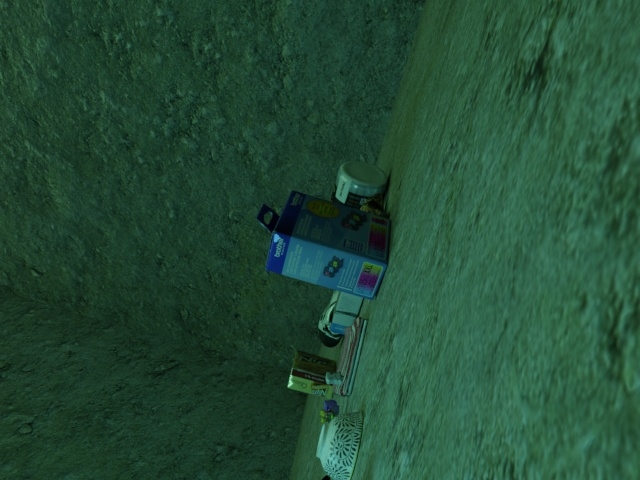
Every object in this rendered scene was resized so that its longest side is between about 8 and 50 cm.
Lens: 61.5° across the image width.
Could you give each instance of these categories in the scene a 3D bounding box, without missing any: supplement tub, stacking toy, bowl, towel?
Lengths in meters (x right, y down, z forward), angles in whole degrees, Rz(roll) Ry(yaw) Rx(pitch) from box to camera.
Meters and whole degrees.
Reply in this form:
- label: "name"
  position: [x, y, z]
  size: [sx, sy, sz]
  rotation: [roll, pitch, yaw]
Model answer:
- label: "supplement tub"
  position: [0.138, -0.135, 2.190]
  size: [0.207, 0.206, 0.338]
  rotation: [-75, -1, -56]
- label: "stacking toy"
  position: [0.040, 0.503, 1.519]
  size: [0.221, 0.052, 0.167]
  rotation: [-99, 14, -62]
- label: "bowl"
  position: [0.037, 0.465, 1.227]
  size: [0.170, 0.080, 0.170]
  rotation: [15, -90, -89]
- label: "towel"
  position: [0.088, 0.375, 1.713]
  size: [0.329, 0.037, 0.237]
  rotation: [104, 180, -74]

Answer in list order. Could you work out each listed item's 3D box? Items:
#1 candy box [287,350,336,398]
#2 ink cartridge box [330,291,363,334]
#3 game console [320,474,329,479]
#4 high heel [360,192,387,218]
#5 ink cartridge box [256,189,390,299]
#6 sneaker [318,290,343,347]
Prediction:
- label: "candy box"
  position: [-0.032, 0.556, 2.252]
  size: [0.316, 0.182, 0.088]
  rotation: [-64, -11, -88]
- label: "ink cartridge box"
  position: [0.104, 0.222, 1.968]
  size: [0.148, 0.085, 0.203]
  rotation: [-74, -1, -56]
- label: "game console"
  position: [0.007, 0.722, 1.475]
  size: [0.107, 0.071, 0.122]
  rotation: [-45, -4, -7]
- label: "high heel"
  position: [0.208, -0.110, 1.879]
  size: [0.186, 0.093, 0.261]
  rotation: [-45, 14, 51]
- label: "ink cartridge box"
  position: [0.000, 0.000, 1.616]
  size: [0.270, 0.394, 0.151]
  rotation: [-75, 0, -58]
- label: "sneaker"
  position: [0.055, 0.345, 2.231]
  size: [0.146, 0.122, 0.331]
  rotation: [-71, -4, -56]
